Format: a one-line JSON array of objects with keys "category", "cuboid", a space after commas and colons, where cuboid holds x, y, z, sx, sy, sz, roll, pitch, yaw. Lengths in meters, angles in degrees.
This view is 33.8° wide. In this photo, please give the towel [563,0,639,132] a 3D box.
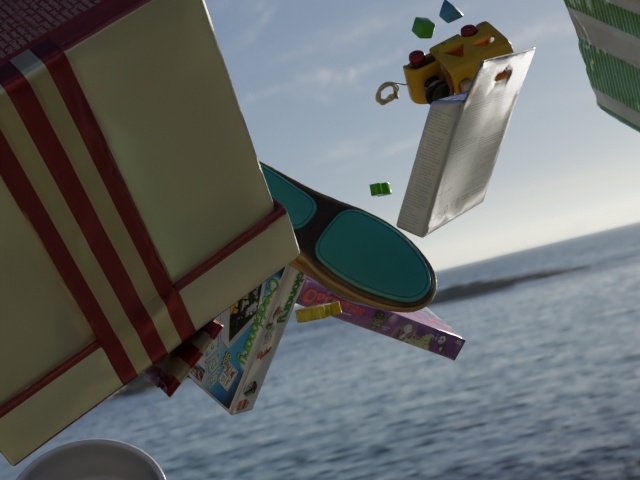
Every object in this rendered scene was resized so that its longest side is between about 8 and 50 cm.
[{"category": "towel", "cuboid": [0.359, -0.252, 1.236, 0.038, 0.325, 0.248, -30, 31, -3]}]

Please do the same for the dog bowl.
[{"category": "dog bowl", "cuboid": [-0.380, 0.460, 1.734, 0.265, 0.104, 0.265, 2, 38, -1]}]

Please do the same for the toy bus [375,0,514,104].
[{"category": "toy bus", "cuboid": [0.224, -0.271, 1.732, 0.191, 0.104, 0.202, 10, -60, -35]}]

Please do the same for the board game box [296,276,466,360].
[{"category": "board game box", "cuboid": [0.054, 0.087, 1.703, 0.347, 0.056, 0.208, 23, 15, -36]}]

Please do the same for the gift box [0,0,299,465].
[{"category": "gift box", "cuboid": [-0.203, -0.036, 0.655, 0.276, 0.255, 0.258, -34, -43, -14]}]

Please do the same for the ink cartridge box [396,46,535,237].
[{"category": "ink cartridge box", "cuboid": [0.181, -0.132, 1.301, 0.045, 0.224, 0.223, 25, 23, 20]}]

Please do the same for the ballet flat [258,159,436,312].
[{"category": "ballet flat", "cuboid": [0.000, 0.000, 0.916, 0.080, 0.232, 0.073, -47, -21, -26]}]

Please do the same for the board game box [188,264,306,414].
[{"category": "board game box", "cuboid": [-0.128, 0.074, 1.538, 0.193, 0.305, 0.053, 36, 24, 32]}]

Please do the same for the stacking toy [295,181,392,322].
[{"category": "stacking toy", "cuboid": [0.037, 0.012, 1.447, 0.221, 0.167, 0.052, -12, 0, -45]}]
